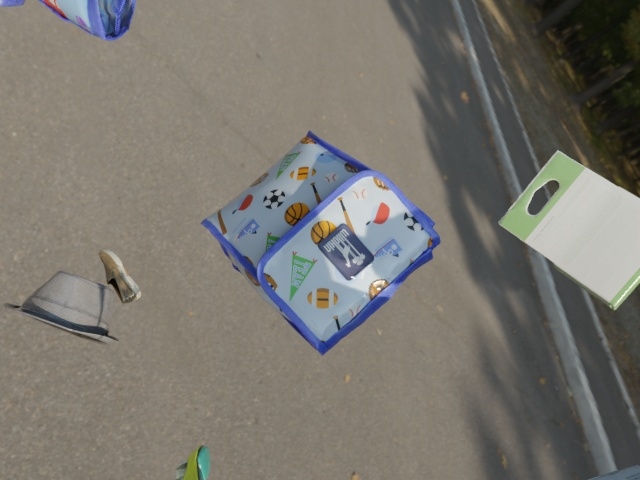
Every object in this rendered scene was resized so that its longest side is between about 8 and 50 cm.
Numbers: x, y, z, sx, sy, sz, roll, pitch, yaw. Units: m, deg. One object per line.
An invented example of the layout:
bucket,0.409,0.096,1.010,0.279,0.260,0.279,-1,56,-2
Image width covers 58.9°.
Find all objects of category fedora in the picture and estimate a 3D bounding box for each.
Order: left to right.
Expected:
fedora,-0.562,0.145,1.293,0.275,0.243,0.124,78,29,-69

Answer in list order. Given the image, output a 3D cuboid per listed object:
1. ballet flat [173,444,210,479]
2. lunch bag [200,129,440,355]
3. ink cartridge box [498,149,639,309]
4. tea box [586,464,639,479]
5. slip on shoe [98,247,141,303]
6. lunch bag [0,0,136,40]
ballet flat,-0.306,0.553,1.335,0.231,0.077,0.077,-140,-142,-80
lunch bag,0.000,0.000,1.140,0.385,0.328,0.239,42,-11,38
ink cartridge box,0.454,-0.021,0.971,0.235,0.171,0.056,42,8,30
tea box,0.337,0.460,0.528,0.219,0.329,0.323,11,14,-42
slip on shoe,-0.430,0.075,1.188,0.041,0.051,0.135,-32,79,-37
lunch bag,-0.218,-0.307,0.409,0.220,0.293,0.138,33,35,8
